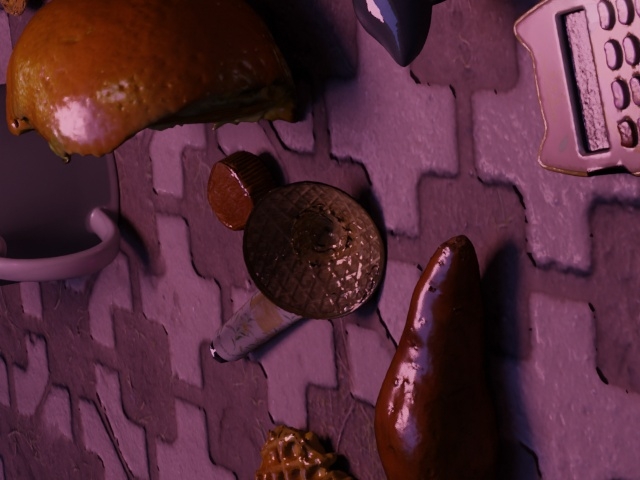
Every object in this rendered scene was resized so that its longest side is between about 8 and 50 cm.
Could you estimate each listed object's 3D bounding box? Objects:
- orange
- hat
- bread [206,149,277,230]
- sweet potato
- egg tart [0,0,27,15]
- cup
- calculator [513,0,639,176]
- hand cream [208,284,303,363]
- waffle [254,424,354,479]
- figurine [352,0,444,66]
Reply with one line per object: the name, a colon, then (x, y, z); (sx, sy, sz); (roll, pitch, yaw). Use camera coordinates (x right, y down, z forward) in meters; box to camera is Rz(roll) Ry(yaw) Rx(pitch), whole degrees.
orange: (-0.184, -0.170, 1.622); (0.334, 0.262, 0.196); (33, 143, 62)
hat: (0.000, 0.000, 1.602); (0.146, 0.067, 0.146); (6, 112, 14)
bread: (-0.079, -0.053, 1.712); (0.085, 0.053, 0.085); (27, 129, 39)
sweet potato: (0.103, 0.169, 1.444); (0.112, 0.112, 0.359); (12, 113, 56)
egg tart: (-0.401, -0.361, 2.135); (0.129, 0.049, 0.129); (38, 135, 52)
cup: (-0.410, -0.041, 2.037); (0.356, 0.274, 0.259); (42, 134, 46)
calculator: (0.240, -0.127, 1.199); (0.236, 0.033, 0.157); (-7, 93, 56)
hand cream: (-0.066, 0.085, 1.749); (0.194, 0.042, 0.067); (-41, 63, 50)
waffle: (-0.025, 0.285, 1.740); (0.149, 0.051, 0.194); (56, 142, 34)
figurine: (0.055, -0.301, 1.344); (0.265, 0.140, 0.193); (46, 121, 21)
